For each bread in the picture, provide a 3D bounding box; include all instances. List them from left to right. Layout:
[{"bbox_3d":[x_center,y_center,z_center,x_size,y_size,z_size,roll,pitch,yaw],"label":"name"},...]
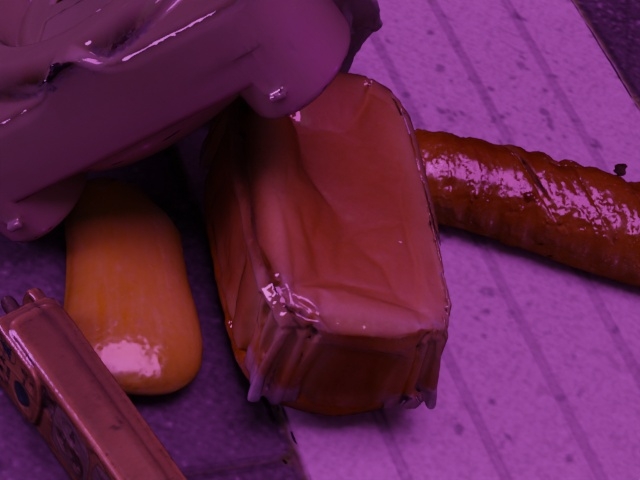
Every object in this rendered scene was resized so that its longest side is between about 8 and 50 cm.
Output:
[{"bbox_3d":[0.000,0.000,1.206,0.136,0.107,0.241,5,48,-19],"label":"bread"}]

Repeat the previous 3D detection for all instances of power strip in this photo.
[{"bbox_3d":[-0.111,0.139,1.067,0.044,0.064,0.305,-24,60,-29],"label":"power strip"}]

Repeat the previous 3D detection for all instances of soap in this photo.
[{"bbox_3d":[-0.121,0.031,1.186,0.089,0.033,0.168,9,46,-16],"label":"soap"}]

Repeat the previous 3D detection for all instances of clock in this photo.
[{"bbox_3d":[-0.112,-0.165,1.218,0.114,0.284,0.309,48,30,-31],"label":"clock"}]

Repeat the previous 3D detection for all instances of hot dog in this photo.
[{"bbox_3d":[0.183,-0.016,1.322,0.286,0.061,0.088,12,57,-7],"label":"hot dog"}]

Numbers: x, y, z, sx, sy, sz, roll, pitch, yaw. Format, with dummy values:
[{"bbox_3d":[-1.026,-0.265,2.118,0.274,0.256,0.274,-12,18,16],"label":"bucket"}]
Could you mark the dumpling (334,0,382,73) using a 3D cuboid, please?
[{"bbox_3d":[-0.037,-0.147,1.313,0.188,0.127,0.108,-14,68,-21],"label":"dumpling"}]
